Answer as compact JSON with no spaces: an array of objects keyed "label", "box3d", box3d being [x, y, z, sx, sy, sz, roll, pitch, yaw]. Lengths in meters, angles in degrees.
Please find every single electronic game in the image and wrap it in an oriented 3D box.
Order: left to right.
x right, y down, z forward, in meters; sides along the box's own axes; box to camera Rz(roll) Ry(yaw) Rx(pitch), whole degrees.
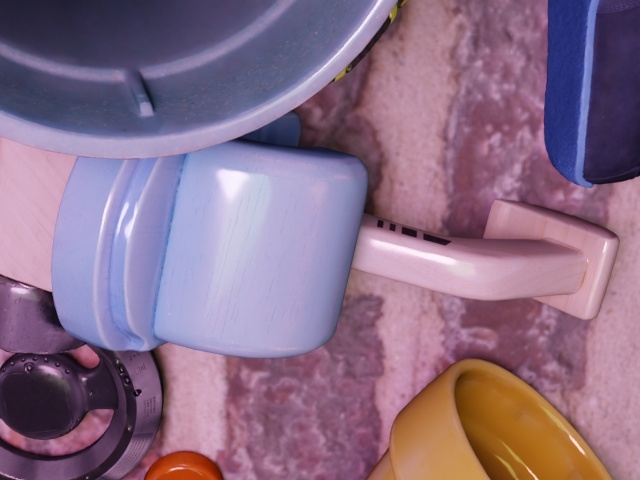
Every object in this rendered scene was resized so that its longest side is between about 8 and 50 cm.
[{"label":"electronic game","box3d":[-0.262,0.144,0.944,0.229,0.048,0.229,1,108,2]}]

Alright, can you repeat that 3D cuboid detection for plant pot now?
[{"label":"plant pot","box3d":[-0.141,-0.269,0.635,0.341,0.334,0.341,-8,118,-16]},{"label":"plant pot","box3d":[0.128,0.278,0.934,0.254,0.254,0.239,40,114,-14]}]

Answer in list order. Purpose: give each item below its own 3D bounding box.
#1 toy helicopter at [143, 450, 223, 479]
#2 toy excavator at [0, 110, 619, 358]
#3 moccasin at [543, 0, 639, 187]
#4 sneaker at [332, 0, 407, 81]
[{"label":"toy helicopter","box3d":[-0.119,0.400,0.985,0.235,0.140,0.355,-38,108,6]},{"label":"toy excavator","box3d":[0.000,0.000,0.826,0.445,0.433,0.222,18,103,18]},{"label":"moccasin","box3d":[0.271,-0.218,0.879,0.117,0.138,0.342,-4,119,-9]},{"label":"sneaker","box3d":[0.052,-0.277,0.829,0.385,0.147,0.145,-46,102,-12]}]
